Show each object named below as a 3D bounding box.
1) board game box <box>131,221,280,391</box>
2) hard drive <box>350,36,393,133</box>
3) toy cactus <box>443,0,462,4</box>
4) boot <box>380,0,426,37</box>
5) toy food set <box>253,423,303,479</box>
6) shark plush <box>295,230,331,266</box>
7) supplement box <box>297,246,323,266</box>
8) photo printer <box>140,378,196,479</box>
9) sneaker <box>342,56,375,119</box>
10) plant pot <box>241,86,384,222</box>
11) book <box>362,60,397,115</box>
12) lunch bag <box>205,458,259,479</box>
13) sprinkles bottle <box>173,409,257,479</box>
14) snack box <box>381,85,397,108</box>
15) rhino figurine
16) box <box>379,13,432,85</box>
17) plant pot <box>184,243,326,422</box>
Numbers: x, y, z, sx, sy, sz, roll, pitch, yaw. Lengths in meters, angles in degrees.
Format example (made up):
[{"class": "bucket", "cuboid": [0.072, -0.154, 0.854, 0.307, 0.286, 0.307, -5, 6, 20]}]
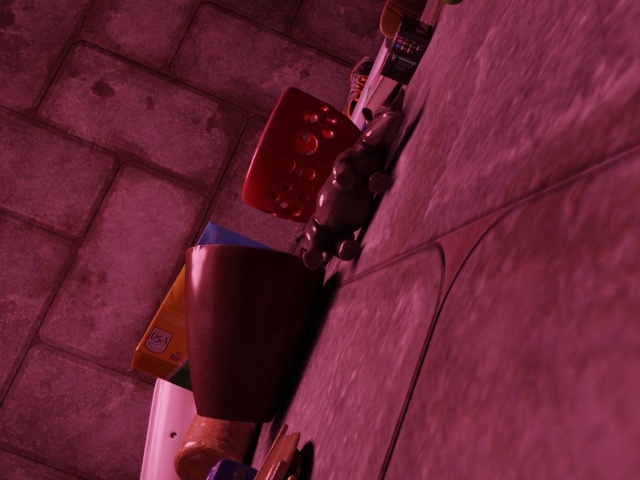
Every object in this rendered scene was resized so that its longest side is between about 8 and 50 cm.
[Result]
[{"class": "board game box", "cuboid": [-0.155, 0.131, 0.978, 0.316, 0.242, 0.064, -72, 8, -45]}, {"class": "hard drive", "cuboid": [0.126, -0.373, 1.446, 0.210, 0.040, 0.318, -75, 9, -61]}, {"class": "toy cactus", "cuboid": [0.144, -0.281, 0.418, 0.219, 0.112, 0.180, -52, 23, 42]}, {"class": "boot", "cuboid": [0.195, -0.542, 1.220, 0.213, 0.077, 0.165, -62, 5, 5]}, {"class": "toy food set", "cuboid": [-0.044, 0.235, 0.475, 0.132, 0.039, 0.192, -61, -2, -9]}, {"class": "shark plush", "cuboid": [0.028, -0.019, 0.953, 0.067, 0.073, 0.161, -38, 2, 41]}, {"class": "supplement box", "cuboid": [-0.024, 0.054, 1.008, 0.083, 0.055, 0.043, -81, 15, -70]}, {"class": "photo printer", "cuboid": [-0.272, 0.451, 1.050, 0.256, 0.107, 0.307, 92, 175, -50]}, {"class": "sneaker", "cuboid": [0.126, -0.449, 1.639, 0.083, 0.084, 0.214, -97, 20, -77]}, {"class": "plant pot", "cuboid": [-0.006, -0.114, 0.825, 0.191, 0.174, 0.191, -158, 90, -86]}, {"class": "book", "cuboid": [0.127, -0.311, 0.986, 0.144, 0.035, 0.096, 126, 163, -48]}, {"class": "lunch bag", "cuboid": [-0.114, 0.319, 0.648, 0.065, 0.067, 0.098, 117, 173, -54]}, {"class": "sprinkles bottle", "cuboid": [-0.164, 0.300, 1.033, 0.355, 0.121, 0.121, -76, 10, -63]}, {"class": "snack box", "cuboid": [0.134, -0.307, 1.111, 0.178, 0.022, 0.064, -85, 18, -75]}, {"class": "rhino figurine", "cuboid": [0.047, -0.079, 0.681, 0.106, 0.073, 0.243, -98, 32, -76]}, {"class": "box", "cuboid": [0.137, -0.306, 0.866, 0.083, 0.052, 0.062, 115, 175, -45]}, {"class": "plant pot", "cuboid": [-0.112, 0.145, 0.800, 0.215, 0.216, 0.230, 126, 152, -73]}]
